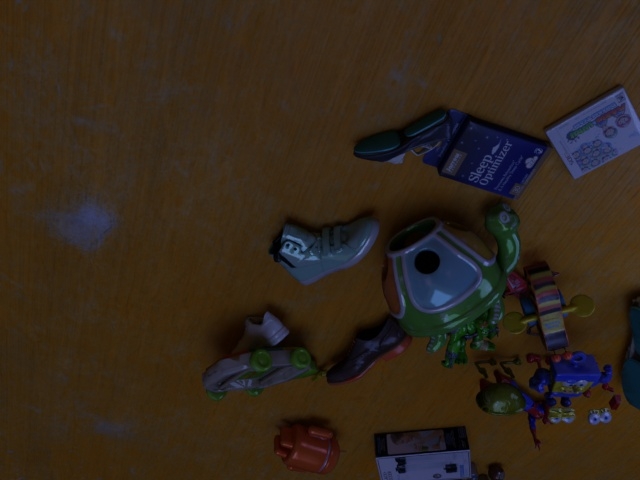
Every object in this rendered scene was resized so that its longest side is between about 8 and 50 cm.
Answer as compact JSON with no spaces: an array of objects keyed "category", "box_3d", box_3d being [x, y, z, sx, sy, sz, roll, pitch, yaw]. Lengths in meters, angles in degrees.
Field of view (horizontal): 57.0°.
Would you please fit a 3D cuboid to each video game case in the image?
[{"category":"video game case","box_3d":[0.550,-0.211,1.174,0.157,0.019,0.143,-31,122,24]}]

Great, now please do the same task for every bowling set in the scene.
[{"category":"bowling set","box_3d":[0.511,0.828,1.934,0.200,0.154,0.287,-35,121,26]}]

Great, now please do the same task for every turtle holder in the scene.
[{"category":"turtle holder","box_3d":[0.280,0.065,1.269,0.320,0.243,0.227,-24,108,30]}]

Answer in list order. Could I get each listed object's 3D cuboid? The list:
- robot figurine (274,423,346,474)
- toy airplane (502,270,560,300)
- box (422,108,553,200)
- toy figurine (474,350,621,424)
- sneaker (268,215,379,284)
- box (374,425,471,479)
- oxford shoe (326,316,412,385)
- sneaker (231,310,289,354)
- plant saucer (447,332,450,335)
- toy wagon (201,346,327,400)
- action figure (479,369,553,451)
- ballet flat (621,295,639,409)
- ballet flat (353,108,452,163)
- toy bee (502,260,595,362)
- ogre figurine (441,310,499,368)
[{"category":"robot figurine","box_3d":[-0.035,0.647,1.821,0.220,0.158,0.128,23,166,-16]},{"category":"toy airplane","box_3d":[0.501,0.100,1.422,0.151,0.028,0.151,-2,135,-2]},{"category":"box","box_3d":[0.337,-0.172,1.203,0.225,0.036,0.136,16,128,-10]},{"category":"toy figurine","box_3d":[0.585,0.323,1.478,0.363,0.191,0.217,2,138,3]},{"category":"sneaker","box_3d":[0.000,0.001,1.309,0.256,0.094,0.151,-33,127,28]},{"category":"box","box_3d":[0.323,0.683,1.864,0.290,0.087,0.169,-6,128,7]},{"category":"oxford shoe","box_3d":[0.109,0.292,1.563,0.271,0.097,0.098,-37,102,20]},{"category":"sneaker","box_3d":[-0.175,0.246,1.542,0.212,0.080,0.094,-34,95,36]},{"category":"plant saucer","box_3d":[0.332,0.216,1.531,0.084,0.013,0.083,1,130,1]},{"category":"toy wagon","box_3d":[-0.135,0.349,1.567,0.345,0.068,0.267,5,150,-37]},{"category":"action figure","box_3d":[0.584,0.490,1.674,0.280,0.139,0.091,30,125,-24]},{"category":"ballet flat","box_3d":[0.871,0.287,1.506,0.147,0.147,0.408,-10,128,10]},{"category":"ballet flat","box_3d":[0.168,-0.190,1.171,0.203,0.074,0.074,-21,126,15]},{"category":"toy bee","box_3d":[0.551,0.192,1.386,0.195,0.162,0.298,-34,129,24]},{"category":"ogre figurine","box_3d":[0.374,0.232,1.470,0.197,0.097,0.118,-15,115,-14]}]
